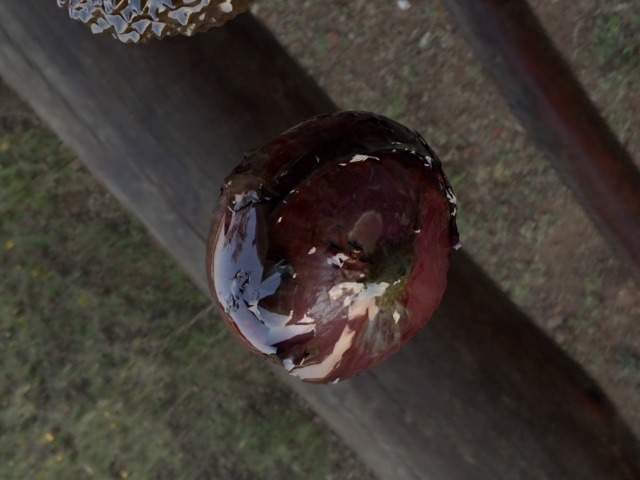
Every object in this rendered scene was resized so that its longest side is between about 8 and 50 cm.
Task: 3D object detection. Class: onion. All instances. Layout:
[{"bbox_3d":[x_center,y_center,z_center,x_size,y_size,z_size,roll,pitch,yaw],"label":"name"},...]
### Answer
[{"bbox_3d":[0.000,0.000,0.825,0.147,0.184,0.184,27,139,57],"label":"onion"}]

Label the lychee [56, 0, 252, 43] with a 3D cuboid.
[{"bbox_3d":[-0.140,-0.311,1.036,0.267,0.267,0.268,16,127,22],"label":"lychee"}]
